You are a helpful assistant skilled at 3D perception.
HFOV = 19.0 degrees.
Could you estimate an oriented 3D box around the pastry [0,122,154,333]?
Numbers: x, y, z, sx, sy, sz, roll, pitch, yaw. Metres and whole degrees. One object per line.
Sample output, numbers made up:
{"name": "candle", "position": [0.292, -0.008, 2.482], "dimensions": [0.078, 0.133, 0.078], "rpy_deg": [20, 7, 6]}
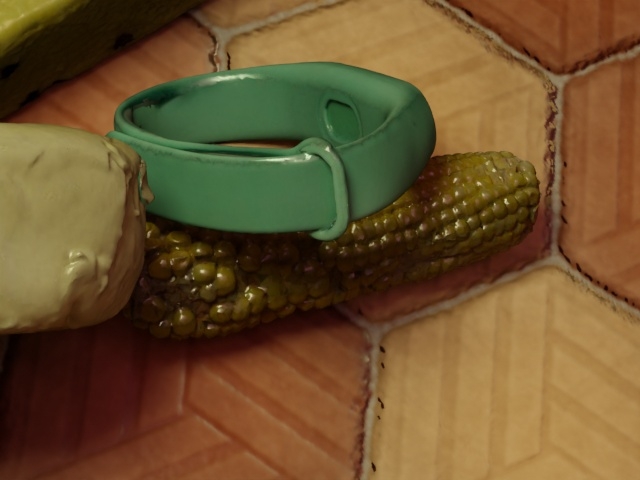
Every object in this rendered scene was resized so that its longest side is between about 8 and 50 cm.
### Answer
{"name": "pastry", "position": [-0.225, -0.002, 1.146], "dimensions": [0.264, 0.265, 0.133], "rpy_deg": [0, 88, -12]}

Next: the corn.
{"name": "corn", "position": [0.000, 0.000, 1.314], "dimensions": [0.319, 0.097, 0.097], "rpy_deg": [-13, 71, -18]}

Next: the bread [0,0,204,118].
{"name": "bread", "position": [-0.122, -0.203, 1.345], "dimensions": [0.361, 0.138, 0.077], "rpy_deg": [-33, 79, -21]}

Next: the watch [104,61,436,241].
{"name": "watch", "position": [-0.032, -0.065, 1.270], "dimensions": [0.195, 0.237, 0.068], "rpy_deg": [-18, 115, -31]}
